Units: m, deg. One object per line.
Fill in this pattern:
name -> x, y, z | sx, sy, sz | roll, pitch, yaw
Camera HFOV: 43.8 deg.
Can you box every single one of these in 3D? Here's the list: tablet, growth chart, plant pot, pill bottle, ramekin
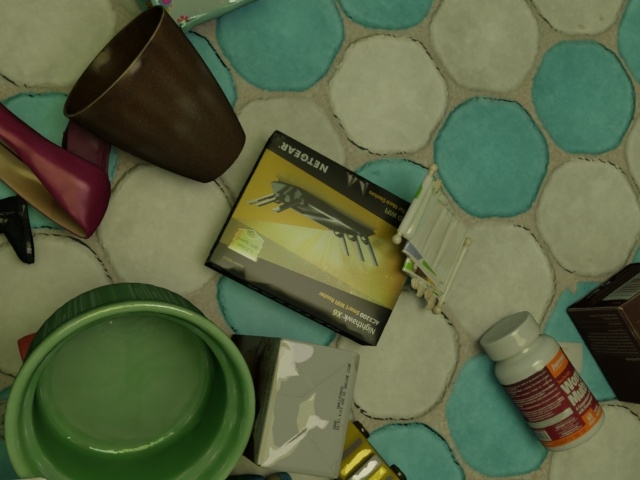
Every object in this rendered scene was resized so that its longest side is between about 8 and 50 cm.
tablet -> 0.436, 0.210, 1.437 | 0.083, 0.006, 0.054 | 5, 83, -13
growth chart -> 0.189, 0.009, 1.322 | 0.172, 0.021, 0.237 | -58, 139, -19
plant pot -> -0.232, -0.199, 1.223 | 0.230, 0.215, 0.215 | 42, 75, -31
pill bottle -> 0.376, 0.239, 1.360 | 0.121, 0.121, 0.221 | -35, 93, -15
ramekin -> -0.249, 0.202, 1.041 | 0.303, 0.148, 0.304 | -5, 106, -18

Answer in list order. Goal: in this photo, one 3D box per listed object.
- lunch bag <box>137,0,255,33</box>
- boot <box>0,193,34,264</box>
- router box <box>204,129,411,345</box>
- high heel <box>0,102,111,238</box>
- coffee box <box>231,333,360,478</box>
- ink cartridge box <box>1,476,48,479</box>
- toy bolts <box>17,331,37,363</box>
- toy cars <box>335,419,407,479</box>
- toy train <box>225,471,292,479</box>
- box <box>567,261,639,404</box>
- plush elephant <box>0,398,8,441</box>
lunch bag -> -0.211, -0.476, 1.271 | 0.223, 0.160, 0.262 | -27, 95, -16
boot -> -0.493, -0.014, 1.211 | 0.099, 0.045, 0.121 | -11, 79, -17
router box -> 0.000, 0.000, 1.313 | 0.308, 0.081, 0.243 | 27, 78, -10
high heel -> -0.496, -0.122, 1.164 | 0.377, 0.127, 0.181 | 10, 63, -16
coffee box -> -0.061, 0.229, 1.160 | 0.118, 0.297, 0.168 | 14, 80, -17
ink cartridge box -> -0.365, 0.460, 0.994 | 0.207, 0.119, 0.354 | -9, 122, 16
toy bolts -> -0.321, 0.193, 1.143 | 0.228, 0.218, 0.159 | -16, 63, -9
toy cars -> 0.063, 0.469, 1.246 | 0.176, 0.087, 0.394 | 2, 75, -5
toy train -> -0.109, 0.485, 1.232 | 0.143, 0.105, 0.248 | -1, 84, -27
box -> 0.581, 0.161, 1.395 | 0.168, 0.167, 0.203 | -31, 92, -16
plush elephant -> -0.571, 0.235, 1.055 | 0.329, 0.255, 0.272 | 8, 82, -13
